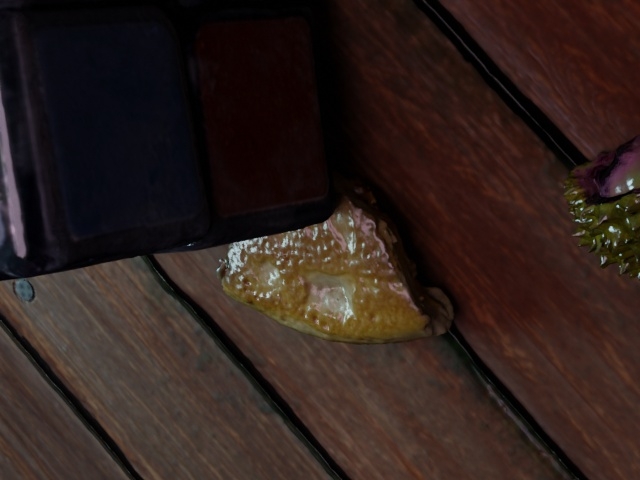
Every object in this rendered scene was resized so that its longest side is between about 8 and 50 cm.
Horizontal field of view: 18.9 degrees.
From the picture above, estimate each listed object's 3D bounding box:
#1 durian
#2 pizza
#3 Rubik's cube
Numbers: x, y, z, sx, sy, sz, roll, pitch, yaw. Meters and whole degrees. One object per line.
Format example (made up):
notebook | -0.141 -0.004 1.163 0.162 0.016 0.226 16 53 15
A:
durian | 0.222 -0.013 1.201 0.187 0.108 0.119 -24 94 36
pizza | 0.000 0.000 1.385 0.182 0.062 0.161 -4 113 39
Rubik's cube | -0.211 -0.133 1.280 0.318 0.313 0.316 -5 94 36
